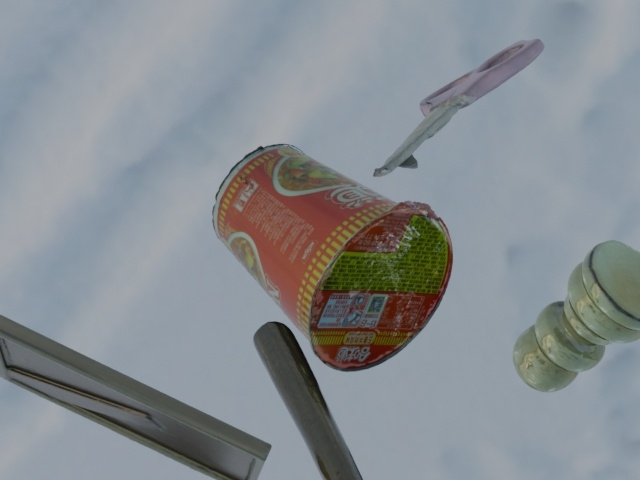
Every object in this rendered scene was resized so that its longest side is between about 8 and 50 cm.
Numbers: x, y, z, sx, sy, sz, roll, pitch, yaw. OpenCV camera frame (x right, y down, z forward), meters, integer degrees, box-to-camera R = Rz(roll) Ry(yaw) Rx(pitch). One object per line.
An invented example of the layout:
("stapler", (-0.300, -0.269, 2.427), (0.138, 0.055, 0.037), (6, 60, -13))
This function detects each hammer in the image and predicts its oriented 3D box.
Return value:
("hammer", (0.021, 0.219, 1.532), (0.044, 0.440, 0.168), (-26, 129, -3))

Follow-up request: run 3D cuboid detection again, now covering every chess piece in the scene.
("chess piece", (0.349, 0.119, 2.368), (0.133, 0.133, 0.243), (17, 137, -25))

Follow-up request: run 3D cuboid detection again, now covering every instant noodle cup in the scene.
("instant noodle cup", (0.000, 0.000, 1.800), (0.193, 0.212, 0.193), (-24, 133, -29))

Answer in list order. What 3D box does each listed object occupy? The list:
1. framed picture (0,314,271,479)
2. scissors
("framed picture", (-0.173, 0.151, 1.560), (0.265, 0.018, 0.192), (25, 161, 1))
("scissors", (0.088, -0.087, 1.240), (0.110, 0.212, 0.021), (-28, 102, 38))
